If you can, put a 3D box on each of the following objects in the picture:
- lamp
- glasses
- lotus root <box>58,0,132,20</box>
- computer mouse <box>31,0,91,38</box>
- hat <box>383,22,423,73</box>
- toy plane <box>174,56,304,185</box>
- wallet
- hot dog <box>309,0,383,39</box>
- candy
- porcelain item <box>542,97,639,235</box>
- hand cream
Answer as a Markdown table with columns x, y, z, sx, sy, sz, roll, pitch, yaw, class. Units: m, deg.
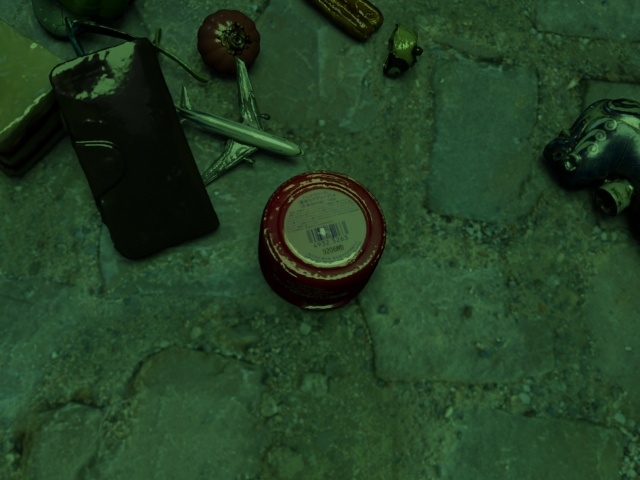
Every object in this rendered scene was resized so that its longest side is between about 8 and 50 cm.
| x | y | z | sx | sy | sz | roll | pitch | yaw | class |
| --- | --- | --- | --- | --- | --- | --- | --- | --- | --- |
| -0.152 | -0.330 | 1.278 | 0.107 | 0.092 | 0.108 | -5 | 101 | -25 | lamp |
| -0.304 | -0.267 | 1.256 | 0.206 | 0.102 | 0.239 | -13 | 68 | -41 | glasses |
| -0.348 | -0.471 | 1.213 | 0.186 | 0.186 | 0.186 | 2 | 70 | -6 | lotus root |
| -0.433 | -0.451 | 1.301 | 0.113 | 0.068 | 0.229 | -3 | 70 | -10 | computer mouse |
| 0.143 | -0.326 | 1.319 | 0.059 | 0.077 | 0.076 | 9 | 68 | -4 | hat |
| -0.135 | -0.176 | 1.231 | 0.226 | 0.058 | 0.226 | 19 | 88 | -10 | toy plane |
| -0.274 | -0.131 | 1.141 | 0.165 | 0.042 | 0.310 | -23 | 105 | -18 | wallet |
| 0.034 | -0.420 | 1.358 | 0.165 | 0.045 | 0.071 | 39 | 72 | 8 | hot dog |
| -0.538 | -0.254 | 1.183 | 0.320 | 0.135 | 0.179 | 32 | 70 | 7 | candy |
| 0.514 | -0.101 | 1.254 | 0.186 | 0.138 | 0.288 | -33 | 75 | -6 | porcelain item |
| 0.000 | 0.000 | 1.157 | 0.193 | 0.125 | 0.193 | 2 | 68 | -4 | hand cream |
